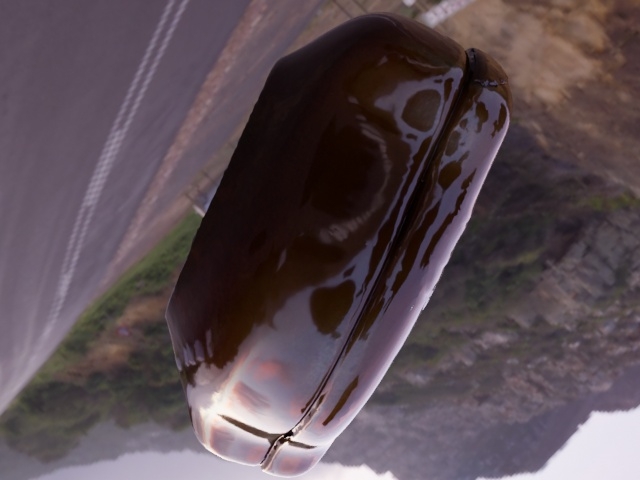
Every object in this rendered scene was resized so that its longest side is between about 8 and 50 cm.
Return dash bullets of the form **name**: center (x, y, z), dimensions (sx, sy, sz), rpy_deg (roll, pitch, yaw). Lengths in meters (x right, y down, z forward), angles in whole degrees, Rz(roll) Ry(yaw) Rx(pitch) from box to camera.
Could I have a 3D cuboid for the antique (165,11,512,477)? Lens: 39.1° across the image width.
- **antique**: center (0.000, 0.000, 0.515), dimensions (0.223, 0.129, 0.278), rpy_deg (-75, -170, -58)
